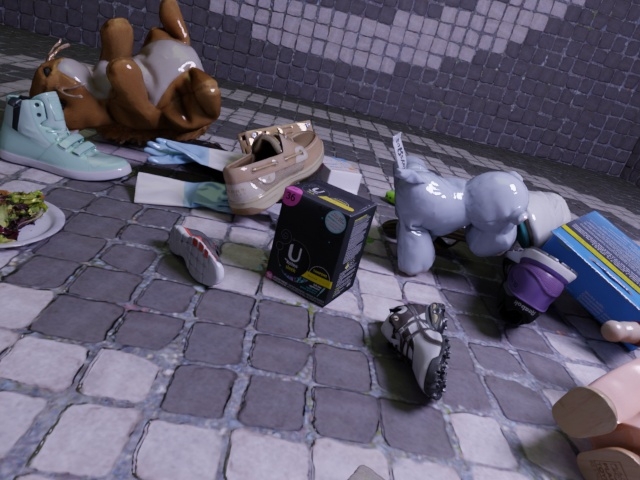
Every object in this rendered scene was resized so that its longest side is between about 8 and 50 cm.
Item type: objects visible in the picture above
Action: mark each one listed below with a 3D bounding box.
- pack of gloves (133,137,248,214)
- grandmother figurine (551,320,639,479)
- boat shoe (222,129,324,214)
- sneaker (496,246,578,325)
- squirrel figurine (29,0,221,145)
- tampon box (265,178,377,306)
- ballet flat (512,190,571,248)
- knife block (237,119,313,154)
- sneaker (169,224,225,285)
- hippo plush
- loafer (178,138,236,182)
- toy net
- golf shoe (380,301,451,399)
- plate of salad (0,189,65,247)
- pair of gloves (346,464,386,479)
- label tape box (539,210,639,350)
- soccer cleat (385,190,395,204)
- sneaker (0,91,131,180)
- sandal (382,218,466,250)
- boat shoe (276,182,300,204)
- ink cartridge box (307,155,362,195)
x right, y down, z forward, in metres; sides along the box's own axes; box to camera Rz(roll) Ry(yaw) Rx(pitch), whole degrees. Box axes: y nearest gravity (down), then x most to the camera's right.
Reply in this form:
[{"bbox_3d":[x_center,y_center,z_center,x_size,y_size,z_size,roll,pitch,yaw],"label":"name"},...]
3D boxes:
[{"bbox_3d":[-0.259,-0.148,0.989,0.232,0.046,0.195,7,49,-19],"label":"pack of gloves"},{"bbox_3d":[0.442,0.193,0.597,0.342,0.208,0.104,-16,-4,-33],"label":"grandmother figurine"},{"bbox_3d":[-0.089,-0.180,1.010,0.121,0.110,0.341,1,32,25],"label":"boat shoe"},{"bbox_3d":[0.359,0.089,0.855,0.107,0.124,0.283,35,3,18],"label":"sneaker"},{"bbox_3d":[-0.461,-0.325,1.119,0.370,0.281,0.397,-23,-8,-16],"label":"squirrel figurine"},{"bbox_3d":[0.000,0.000,0.757,0.120,0.161,0.101,25,25,23],"label":"tampon box"},{"bbox_3d":[0.484,-0.052,1.055,0.139,0.139,0.400,21,4,15],"label":"ballet flat"},{"bbox_3d":[-0.130,-0.243,1.262,0.276,0.088,0.242,-20,8,-33],"label":"knife block"},{"bbox_3d":[-0.182,0.017,0.745,0.065,0.061,0.158,1,27,-43],"label":"sneaker"},{"bbox_3d":[0.261,-0.083,0.897,0.236,0.294,0.234,-3,42,9],"label":"hippo plush"},{"bbox_3d":[-0.258,-0.210,1.153,0.220,0.080,0.078,28,44,29],"label":"loafer"},{"bbox_3d":[-0.011,-0.025,0.960,0.232,0.045,0.122,11,26,-5],"label":"toy net"},{"bbox_3d":[0.126,0.145,0.637,0.094,0.077,0.198,7,15,9],"label":"golf shoe"},{"bbox_3d":[-0.496,-0.043,0.703,0.200,0.048,0.200,13,23,-6],"label":"plate of salad"},{"bbox_3d":[0.068,0.284,0.317,0.204,0.042,0.240,19,22,19],"label":"pair of gloves"},{"bbox_3d":[0.547,0.075,0.902,0.334,0.106,0.240,-12,54,-47],"label":"label tape box"},{"bbox_3d":[0.256,-0.137,1.345,0.072,0.060,0.179,30,31,34],"label":"soccer cleat"},{"bbox_3d":[-0.511,-0.213,0.945,0.256,0.151,0.094,12,22,-10],"label":"sneaker"},{"bbox_3d":[0.247,-0.007,1.060,0.219,0.060,0.090,5,15,15],"label":"sandal"},{"bbox_3d":[-0.086,-0.122,1.103,0.081,0.068,0.228,-21,28,-3],"label":"boat shoe"},{"bbox_3d":[0.037,-0.151,1.207,0.092,0.090,0.143,4,25,-24],"label":"ink cartridge box"}]
